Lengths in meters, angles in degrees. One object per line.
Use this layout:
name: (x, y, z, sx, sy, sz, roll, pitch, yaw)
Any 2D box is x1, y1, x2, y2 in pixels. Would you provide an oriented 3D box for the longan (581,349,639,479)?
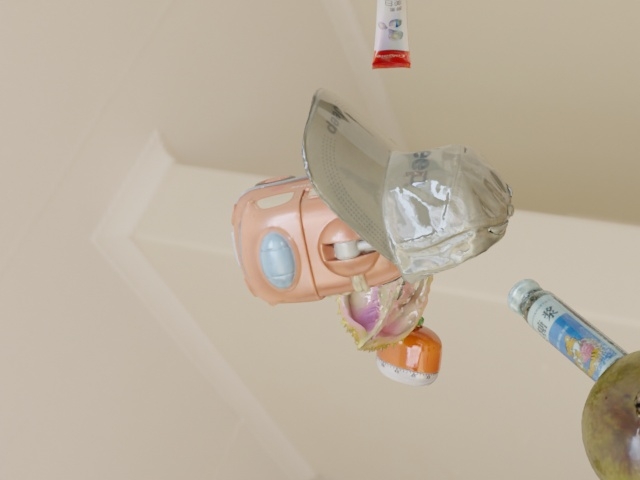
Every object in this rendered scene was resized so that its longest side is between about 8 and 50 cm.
longan: (0.335, 0.188, 1.116, 0.176, 0.145, 0.154, 44, -157, -58)

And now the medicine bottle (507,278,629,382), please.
medicine bottle: (0.292, 0.108, 1.289, 0.051, 0.191, 0.051, -12, -59, -22)

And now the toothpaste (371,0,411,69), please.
toothpaste: (0.082, -0.264, 1.263, 0.190, 0.048, 0.031, 85, -177, -54)

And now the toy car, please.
toy car: (0.000, 0.000, 1.521, 0.212, 0.271, 0.180, -56, -45, -76)

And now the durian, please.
durian: (0.114, 0.092, 1.820, 0.132, 0.165, 0.182, 166, 102, -78)

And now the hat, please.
hat: (0.104, -0.086, 1.257, 0.244, 0.149, 0.214, 49, -147, -31)

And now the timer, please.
timer: (0.156, 0.184, 1.931, 0.099, 0.136, 0.136, -13, -71, -50)
